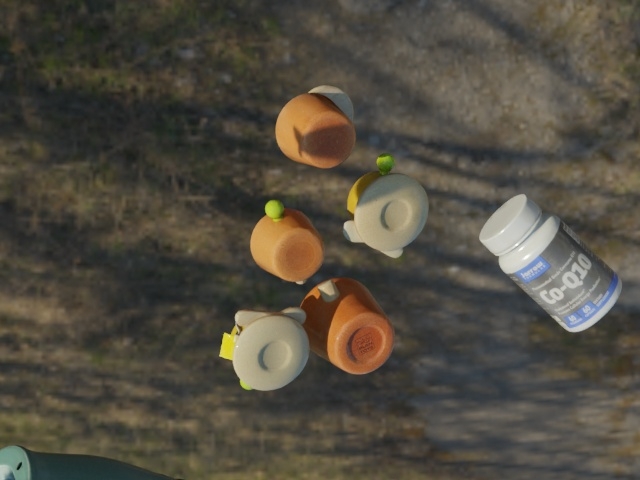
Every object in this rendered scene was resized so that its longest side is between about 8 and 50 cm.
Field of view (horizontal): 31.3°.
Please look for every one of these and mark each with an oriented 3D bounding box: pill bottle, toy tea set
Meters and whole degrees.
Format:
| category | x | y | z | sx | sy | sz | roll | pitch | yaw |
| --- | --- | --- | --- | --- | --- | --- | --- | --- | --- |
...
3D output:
| category | x | y | z | sx | sy | sz | roll | pitch | yaw |
| --- | --- | --- | --- | --- | --- | --- | --- | --- | --- |
| pill bottle | 0.230 | 0.021 | 1.153 | 0.137 | 0.078 | 0.078 | 42 | 144 | -12 |
| toy tea set | 0.000 | 0.000 | 1.241 | 0.200 | 0.335 | 0.124 | 7 | -165 | -26 |

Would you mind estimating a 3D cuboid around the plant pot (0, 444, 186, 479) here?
| category | x | y | z | sx | sy | sz | roll | pitch | yaw |
| --- | --- | --- | --- | --- | --- | --- | --- | --- | --- |
| plant pot | -0.314 | 0.384 | 1.419 | 0.255 | 0.271 | 0.272 | 33 | 142 | -32 |
